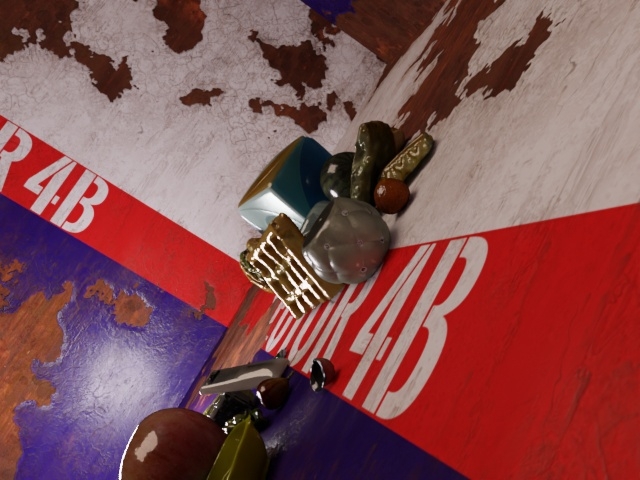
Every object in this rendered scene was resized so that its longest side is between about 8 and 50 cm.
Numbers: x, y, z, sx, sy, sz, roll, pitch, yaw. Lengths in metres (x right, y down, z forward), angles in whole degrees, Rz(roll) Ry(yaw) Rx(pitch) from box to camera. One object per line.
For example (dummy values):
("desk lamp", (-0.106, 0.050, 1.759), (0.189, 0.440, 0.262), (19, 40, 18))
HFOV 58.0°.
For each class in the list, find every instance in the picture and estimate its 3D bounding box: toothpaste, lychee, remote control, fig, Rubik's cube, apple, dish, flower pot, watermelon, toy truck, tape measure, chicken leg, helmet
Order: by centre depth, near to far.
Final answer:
("helmet", (0.009, 0.316, 1.375), (0.065, 0.049, 0.084), (40, 128, 47))
("dish", (-0.198, 0.574, 1.404), (0.221, 0.108, 0.262), (-47, 15, 47))
("apple", (-0.403, 0.620, 1.588), (0.345, 0.269, 0.345), (-48, -25, -31))
("flower pot", (0.074, 0.005, 1.603), (0.246, 0.195, 0.246), (-56, 9, 13))
("fig", (-0.119, 0.418, 1.638), (0.125, 0.089, 0.089), (-33, 3, -17))
("lychee", (0.196, -0.121, 1.669), (0.140, 0.114, 0.101), (-24, 7, 26))
("remote control", (-0.249, 0.429, 1.852), (0.313, 0.055, 0.109), (-14, 22, 26))
("tape measure", (0.000, 0.000, 1.945), (0.256, 0.147, 0.275), (99, -162, -60))
("toy truck", (-0.324, 0.580, 1.948), (0.272, 0.124, 0.157), (-52, 11, 26))
("toothpaste", (-0.161, 0.416, 1.957), (0.170, 0.028, 0.045), (-45, 22, 38))
("chicken leg", (0.238, -0.319, 2.086), (0.087, 0.107, 0.251), (-1, 44, 33))
("watermelon", (0.100, -0.231, 2.187), (0.212, 0.212, 0.212), (-55, 10, 15))
("Rubik's cube", (-0.097, -0.186, 2.461), (0.347, 0.351, 0.352), (-26, 31, 54))

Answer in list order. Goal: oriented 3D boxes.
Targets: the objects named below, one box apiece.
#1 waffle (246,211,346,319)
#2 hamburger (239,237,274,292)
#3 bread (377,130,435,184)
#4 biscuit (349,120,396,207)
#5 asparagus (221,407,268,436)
("waffle", (-0.095, 0.091, 1.846), (0.077, 0.304, 0.348), (-40, -3, -30))
("hamburger", (-0.253, 0.097, 2.516), (0.162, 0.209, 0.330), (-52, 40, 20))
("bread", (0.258, -0.234, 1.783), (0.232, 0.088, 0.128), (-51, 9, 24))
("biscuit", (0.165, -0.233, 1.855), (0.329, 0.078, 0.335), (-60, -28, -28))
("asparagus", (-0.227, 0.550, 1.720), (0.287, 0.080, 0.080), (-37, 21, 42))
